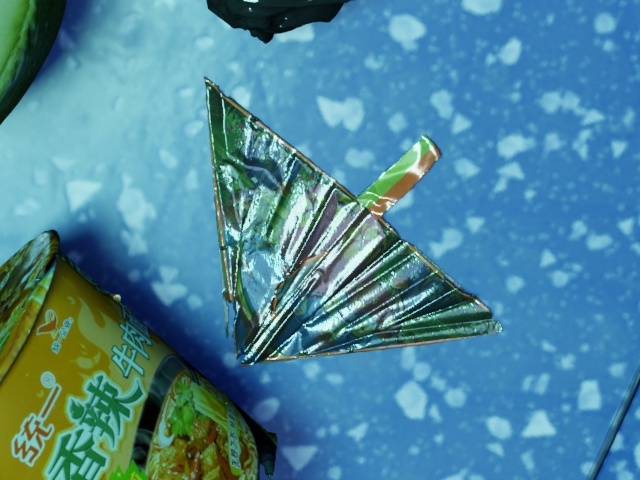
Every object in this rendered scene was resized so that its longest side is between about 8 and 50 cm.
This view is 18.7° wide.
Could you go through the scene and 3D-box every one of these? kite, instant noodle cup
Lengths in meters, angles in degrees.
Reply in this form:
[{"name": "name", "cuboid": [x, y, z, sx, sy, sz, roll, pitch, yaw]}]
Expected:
[{"name": "kite", "cuboid": [0.000, 0.000, 1.188, 0.241, 0.014, 0.183, 44, 95, -6]}, {"name": "instant noodle cup", "cuboid": [-0.146, 0.136, 1.112, 0.182, 0.230, 0.230, 35, 97, -15]}]

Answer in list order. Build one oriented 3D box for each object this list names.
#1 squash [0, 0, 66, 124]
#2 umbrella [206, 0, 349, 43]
[{"name": "squash", "cuboid": [-0.231, -0.135, 1.039, 0.189, 0.260, 0.189, 0, 101, 1]}, {"name": "umbrella", "cuboid": [0.044, -0.263, 1.109, 0.118, 0.118, 0.340, 35, 92, -6]}]
